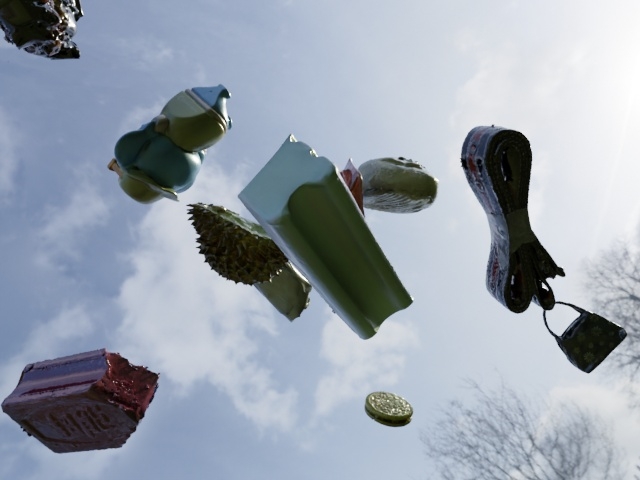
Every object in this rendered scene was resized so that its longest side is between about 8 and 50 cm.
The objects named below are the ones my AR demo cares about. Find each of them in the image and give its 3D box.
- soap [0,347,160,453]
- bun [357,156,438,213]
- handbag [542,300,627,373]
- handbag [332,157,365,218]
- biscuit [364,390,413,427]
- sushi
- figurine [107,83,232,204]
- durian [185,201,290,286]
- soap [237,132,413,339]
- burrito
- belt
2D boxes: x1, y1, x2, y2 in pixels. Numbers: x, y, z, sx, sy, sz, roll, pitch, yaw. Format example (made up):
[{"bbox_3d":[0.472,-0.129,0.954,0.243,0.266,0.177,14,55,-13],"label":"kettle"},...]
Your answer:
[{"bbox_3d":[-0.390,0.270,0.829,0.250,0.099,0.162,-16,-58,20],"label":"soap"},{"bbox_3d":[0.210,-0.156,1.347,0.239,0.239,0.141,13,-100,-35],"label":"bun"},{"bbox_3d":[0.506,0.175,0.966,0.115,0.139,0.072,-48,-21,7],"label":"handbag"},{"bbox_3d":[0.069,-0.099,1.121,0.059,0.212,0.157,-12,-71,3],"label":"handbag"},{"bbox_3d":[0.117,0.287,0.833,0.084,0.084,0.023,2,-77,-33],"label":"biscuit"},{"bbox_3d":[-0.602,-0.476,1.025,0.153,0.150,0.172,-5,-73,-6],"label":"sushi"},{"bbox_3d":[-0.269,-0.176,0.928,0.262,0.180,0.154,-40,-89,-12],"label":"figurine"},{"bbox_3d":[-0.160,0.005,0.986,0.252,0.139,0.144,20,-59,-10],"label":"durian"},{"bbox_3d":[0.000,0.000,0.624,0.095,0.173,0.289,-42,-44,-6],"label":"soap"},{"bbox_3d":[-0.183,0.063,1.479,0.139,0.101,0.445,-37,-73,13],"label":"burrito"},{"bbox_3d":[0.340,-0.033,0.879,0.126,0.094,0.359,-22,-72,0],"label":"belt"}]
